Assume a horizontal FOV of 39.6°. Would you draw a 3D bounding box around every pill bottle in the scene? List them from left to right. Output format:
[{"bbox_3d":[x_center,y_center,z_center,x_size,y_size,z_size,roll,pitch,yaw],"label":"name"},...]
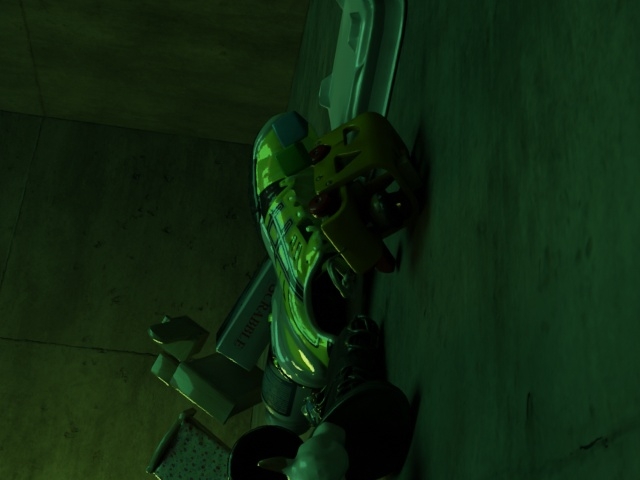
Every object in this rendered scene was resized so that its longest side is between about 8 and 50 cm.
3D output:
[{"bbox_3d":[-0.066,0.362,1.362,0.219,0.123,0.122,78,-164,-67],"label":"pill bottle"},{"bbox_3d":[-0.038,0.223,1.409,0.108,0.108,0.180,-91,11,-51],"label":"pill bottle"}]

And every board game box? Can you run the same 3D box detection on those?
[{"bbox_3d":[-0.062,0.048,1.461,0.318,0.066,0.318,-58,5,-6],"label":"board game box"}]

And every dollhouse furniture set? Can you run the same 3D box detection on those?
[{"bbox_3d":[-0.248,0.358,1.524,0.355,0.303,0.174,-59,-17,12],"label":"dollhouse furniture set"}]

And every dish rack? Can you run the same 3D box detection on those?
[{"bbox_3d":[0.053,-0.263,1.339,0.332,0.072,0.285,-97,16,-61],"label":"dish rack"}]

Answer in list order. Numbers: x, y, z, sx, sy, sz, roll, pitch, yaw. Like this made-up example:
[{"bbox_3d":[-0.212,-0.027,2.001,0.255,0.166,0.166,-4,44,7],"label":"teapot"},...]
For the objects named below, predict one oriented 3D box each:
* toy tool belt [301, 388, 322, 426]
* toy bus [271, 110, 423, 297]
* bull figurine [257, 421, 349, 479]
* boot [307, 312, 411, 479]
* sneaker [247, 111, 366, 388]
[{"bbox_3d":[0.003,0.257,1.326,0.051,0.052,0.083,60,161,22],"label":"toy tool belt"},{"bbox_3d":[0.054,-0.051,0.936,0.202,0.104,0.191,65,-162,13],"label":"toy bus"},{"bbox_3d":[0.003,0.328,0.799,0.188,0.101,0.310,97,166,-66],"label":"bull figurine"},{"bbox_3d":[0.033,0.167,0.972,0.229,0.091,0.263,-78,8,-47],"label":"boot"},{"bbox_3d":[0.000,0.000,1.205,0.147,0.145,0.384,-32,65,59],"label":"sneaker"}]
